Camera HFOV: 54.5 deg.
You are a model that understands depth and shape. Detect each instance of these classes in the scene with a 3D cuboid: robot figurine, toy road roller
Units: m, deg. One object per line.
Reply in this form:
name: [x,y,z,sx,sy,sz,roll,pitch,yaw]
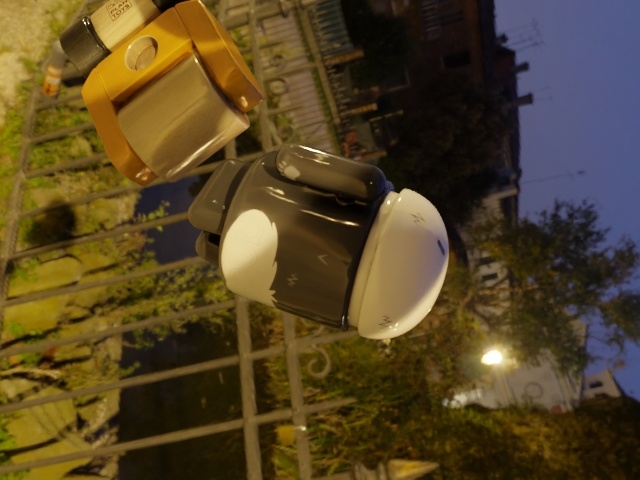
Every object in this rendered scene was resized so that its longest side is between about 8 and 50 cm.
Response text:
robot figurine: [0.001,0.000,0.682,0.209,0.278,0.174,5,102,-77]
toy road roller: [-0.197,-0.220,0.907,0.330,0.202,0.240,61,11,28]
